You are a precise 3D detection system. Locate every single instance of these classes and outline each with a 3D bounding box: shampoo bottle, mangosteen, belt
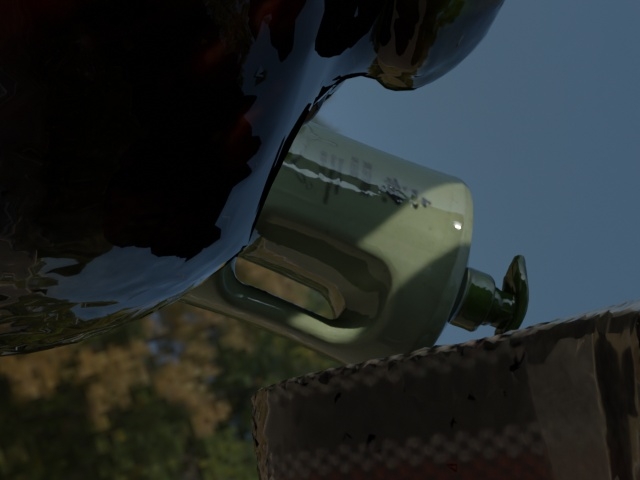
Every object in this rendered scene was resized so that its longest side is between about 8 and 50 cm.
[{"bbox_3d":[0.000,0.000,0.923,0.087,0.234,0.118,-30,-138,64],"label":"shampoo bottle"},{"bbox_3d":[-0.095,-0.109,0.560,0.311,0.311,0.311,163,-90,-72],"label":"mangosteen"},{"bbox_3d":[0.081,0.053,0.418,0.359,0.126,0.094,-23,-96,65],"label":"belt"}]
